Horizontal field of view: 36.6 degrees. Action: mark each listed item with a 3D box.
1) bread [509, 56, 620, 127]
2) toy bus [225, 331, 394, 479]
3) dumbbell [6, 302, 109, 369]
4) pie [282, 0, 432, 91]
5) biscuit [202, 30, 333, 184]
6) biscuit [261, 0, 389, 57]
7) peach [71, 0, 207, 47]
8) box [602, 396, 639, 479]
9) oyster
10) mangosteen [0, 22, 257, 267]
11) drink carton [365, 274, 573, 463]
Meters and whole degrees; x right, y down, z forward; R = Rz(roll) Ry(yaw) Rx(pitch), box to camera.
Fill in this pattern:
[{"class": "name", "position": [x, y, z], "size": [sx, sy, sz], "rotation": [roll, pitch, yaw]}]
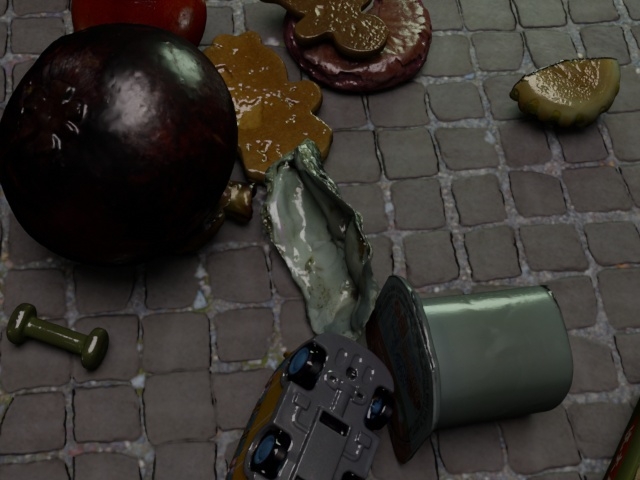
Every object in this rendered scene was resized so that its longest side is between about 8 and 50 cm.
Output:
[{"class": "bread", "position": [0.353, -0.201, 1.352], "size": [0.157, 0.083, 0.094], "rotation": [-26, 68, -15]}, {"class": "toy bus", "position": [-0.017, 0.212, 1.060], "size": [0.126, 0.136, 0.209], "rotation": [34, 60, -18]}, {"class": "dumbbell", "position": [-0.311, 0.113, 1.149], "size": [0.118, 0.046, 0.052], "rotation": [17, 66, 6]}, {"class": "pie", "position": [0.056, -0.305, 1.406], "size": [0.219, 0.054, 0.204], "rotation": [-6, 61, -7]}, {"class": "biscuit", "position": [-0.092, -0.187, 1.338], "size": [0.184, 0.035, 0.249], "rotation": [-29, 68, -19]}, {"class": "biscuit", "position": [0.011, -0.323, 1.368], "size": [0.205, 0.031, 0.138], "rotation": [41, 68, 20]}, {"class": "peach", "position": [-0.244, -0.306, 1.305], "size": [0.198, 0.197, 0.197], "rotation": [2, 61, -3]}, {"class": "box", "position": [0.507, 0.340, 1.029], "size": [0.420, 0.138, 0.373], "rotation": [29, 63, 11]}, {"class": "oyster", "position": [-0.003, 0.000, 1.201], "size": [0.087, 0.199, 0.252], "rotation": [1, 23, -36]}, {"class": "mangosteen", "position": [-0.231, -0.114, 1.163], "size": [0.297, 0.297, 0.293], "rotation": [36, 22, 15]}, {"class": "drink carton", "position": [0.172, 0.136, 1.099], "size": [0.190, 0.191, 0.185], "rotation": [-2, 59, -12]}]
